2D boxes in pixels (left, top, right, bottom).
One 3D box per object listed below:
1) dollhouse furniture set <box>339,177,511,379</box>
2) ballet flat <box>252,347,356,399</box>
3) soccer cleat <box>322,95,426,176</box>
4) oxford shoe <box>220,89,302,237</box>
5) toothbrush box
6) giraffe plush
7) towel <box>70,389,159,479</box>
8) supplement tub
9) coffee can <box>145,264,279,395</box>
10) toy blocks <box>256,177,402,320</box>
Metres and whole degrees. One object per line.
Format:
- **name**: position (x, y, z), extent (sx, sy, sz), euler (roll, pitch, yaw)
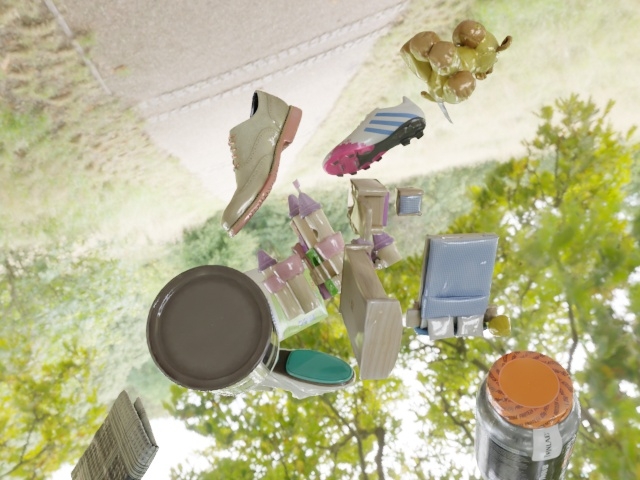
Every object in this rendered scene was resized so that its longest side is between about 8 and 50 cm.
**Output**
- **dollhouse furniture set**: position (0.201, 0.063, 0.874), extent (0.303, 0.287, 0.198), euler (-1, -156, -9)
- **ballet flat**: position (-0.102, 0.369, 1.496), extent (0.399, 0.139, 0.139), euler (8, 178, 8)
- **soccer cleat**: position (0.146, -0.304, 1.583), extent (0.331, 0.143, 0.116), euler (-26, 150, 5)
- **oxford shoe**: position (-0.174, -0.191, 1.303), extent (0.140, 0.146, 0.397), euler (-35, -148, 54)
- **toothbrush box**: position (-0.127, 0.170, 1.536), extent (0.122, 0.206, 0.283), euler (-21, 178, 34)
- **giraffe plush**: position (0.290, -0.367, 1.093), extent (0.170, 0.181, 0.210), euler (-41, 137, -1)
- **towel**: position (-0.575, 0.620, 1.506), extent (0.324, 0.056, 0.312), euler (28, -94, 54)
- **supplement tub**: position (0.413, 0.378, 1.097), extent (0.193, 0.193, 0.316), euler (-28, 134, -15)
- **coffee can**: position (-0.181, 0.176, 0.988), extent (0.201, 0.202, 0.275), euler (-29, 166, -10)
- **toy blocks**: position (0.000, 0.000, 1.266), extent (0.308, 0.260, 0.288), euler (-28, 175, -16)
